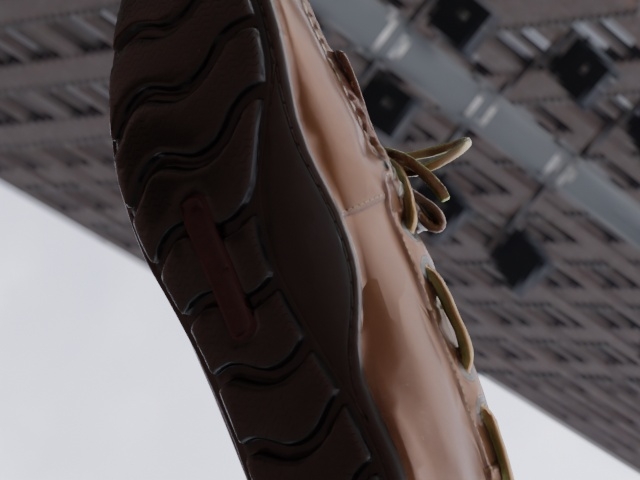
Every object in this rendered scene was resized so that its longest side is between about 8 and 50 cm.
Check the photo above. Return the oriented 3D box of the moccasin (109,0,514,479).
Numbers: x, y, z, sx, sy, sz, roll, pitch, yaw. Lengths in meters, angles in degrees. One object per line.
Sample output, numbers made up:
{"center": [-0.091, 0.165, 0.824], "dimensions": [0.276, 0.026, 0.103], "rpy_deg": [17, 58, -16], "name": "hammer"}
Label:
{"center": [0.002, -0.002, 0.941], "dimensions": [0.139, 0.147, 0.380], "rpy_deg": [-39, -114, 31], "name": "moccasin"}
